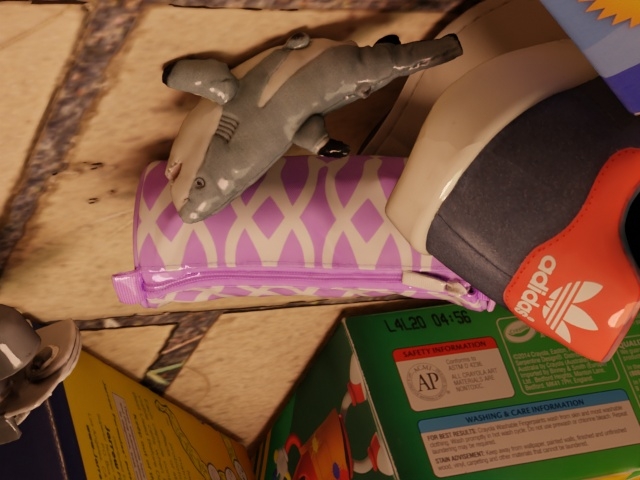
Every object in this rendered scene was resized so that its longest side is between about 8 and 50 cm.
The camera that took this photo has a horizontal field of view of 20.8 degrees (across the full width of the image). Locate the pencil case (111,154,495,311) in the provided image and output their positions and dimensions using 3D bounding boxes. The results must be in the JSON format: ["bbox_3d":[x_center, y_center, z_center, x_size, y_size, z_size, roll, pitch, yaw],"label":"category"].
[{"bbox_3d":[0.000,0.000,0.928,0.206,0.088,0.086,0,141,13],"label":"pencil case"}]

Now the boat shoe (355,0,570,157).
[{"bbox_3d":[0.082,-0.080,0.954,0.206,0.075,0.065,-48,-174,37],"label":"boat shoe"}]

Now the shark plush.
[{"bbox_3d":[-0.004,-0.064,0.891,0.161,0.067,0.073,-17,154,-3],"label":"shark plush"}]

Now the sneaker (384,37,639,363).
[{"bbox_3d":[0.193,-0.047,0.860,0.350,0.148,0.131,-31,155,-35],"label":"sneaker"}]

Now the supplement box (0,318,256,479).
[{"bbox_3d":[-0.175,0.220,1.198,0.194,0.195,0.356,-24,154,11],"label":"supplement box"}]

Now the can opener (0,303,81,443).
[{"bbox_3d":[-0.256,0.093,1.003,0.280,0.074,0.093,-22,119,28],"label":"can opener"}]

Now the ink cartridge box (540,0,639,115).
[{"bbox_3d":[0.169,-0.204,0.640,0.270,0.151,0.395,-27,155,18],"label":"ink cartridge box"}]

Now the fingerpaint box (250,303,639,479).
[{"bbox_3d":[0.178,0.184,1.401,0.445,0.163,0.371,-6,151,-23],"label":"fingerpaint box"}]
